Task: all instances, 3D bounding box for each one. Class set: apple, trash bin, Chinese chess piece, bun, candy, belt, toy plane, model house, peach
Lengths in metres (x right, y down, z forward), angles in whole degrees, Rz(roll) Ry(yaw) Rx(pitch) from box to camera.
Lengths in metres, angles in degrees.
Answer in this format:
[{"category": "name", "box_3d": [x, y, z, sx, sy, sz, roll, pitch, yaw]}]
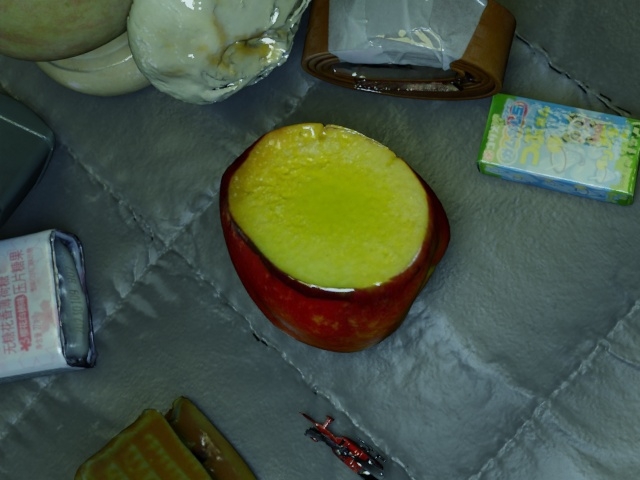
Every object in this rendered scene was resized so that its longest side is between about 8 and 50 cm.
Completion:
[{"category": "apple", "box_3d": [-0.322, -0.348, 1.269, 0.234, 0.257, 0.257, -5, 78, -17]}, {"category": "trash bin", "box_3d": [-0.456, -0.107, 1.354, 0.176, 0.236, 0.101, 28, 120, -12]}, {"category": "Chinese chess piece", "box_3d": [-0.296, -0.323, 1.426, 0.250, 0.097, 0.251, -2, 80, 11]}, {"category": "bun", "box_3d": [-0.102, -0.282, 1.279, 0.146, 0.287, 0.287, 42, 91, 17]}, {"category": "candy", "box_3d": [0.298, -0.113, 1.281, 0.194, 0.062, 0.097, 13, 84, 15]}, {"category": "belt", "box_3d": [0.103, -0.246, 1.281, 0.261, 0.184, 0.105, 8, 80, 29]}, {"category": "toy plane", "box_3d": [0.029, 0.256, 1.278, 0.145, 0.060, 0.037, 36, 89, 31]}, {"category": "model house", "box_3d": [-0.169, 0.330, 1.214, 0.173, 0.239, 0.268, -45, 74, 1]}, {"category": "peach", "box_3d": [0.000, 0.000, 1.235, 0.274, 0.248, 0.245, 38, 129, 10]}]

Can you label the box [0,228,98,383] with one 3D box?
[{"category": "box", "box_3d": [-0.489, 0.108, 1.385, 0.369, 0.112, 0.190, -12, 80, 10]}]
